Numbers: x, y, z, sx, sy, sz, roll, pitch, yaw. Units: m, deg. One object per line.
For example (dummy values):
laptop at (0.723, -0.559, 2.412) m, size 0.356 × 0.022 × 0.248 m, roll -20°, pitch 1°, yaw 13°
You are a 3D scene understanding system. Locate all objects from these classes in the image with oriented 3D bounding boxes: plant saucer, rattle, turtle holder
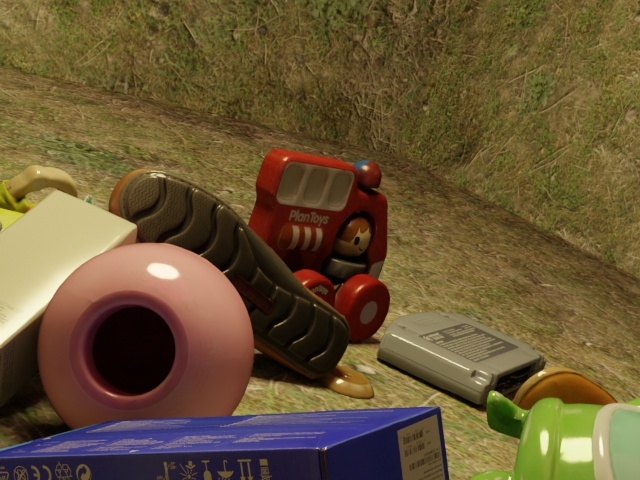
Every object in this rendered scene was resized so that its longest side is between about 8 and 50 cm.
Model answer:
plant saucer at (0.034, 0.183, 1.754) m, size 0.083 × 0.015 × 0.083 m, roll 18°, pitch 12°, yaw -4°
rattle at (-0.370, -0.017, 1.903) m, size 0.143 × 0.130 × 0.199 m, roll 38°, pitch -7°, yaw 29°
turtle holder at (0.246, 0.253, 1.108) m, size 0.227 × 0.243 × 0.320 m, roll 3°, pitch -3°, yaw 13°

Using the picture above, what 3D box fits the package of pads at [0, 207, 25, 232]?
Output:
package of pads at (-0.352, 0.040, 1.585) m, size 0.296 × 0.101 × 0.229 m, roll 15°, pitch 13°, yaw -21°

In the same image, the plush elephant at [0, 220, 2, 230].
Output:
plush elephant at (-0.474, -0.052, 1.327) m, size 0.272 × 0.330 × 0.255 m, roll -7°, pitch -1°, yaw 21°

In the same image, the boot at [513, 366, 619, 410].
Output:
boot at (0.307, 0.267, 1.297) m, size 0.295 × 0.104 × 0.211 m, roll 51°, pitch 5°, yaw -36°

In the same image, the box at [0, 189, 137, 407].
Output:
box at (-0.305, 0.060, 1.354) m, size 0.113 × 0.094 × 0.275 m, roll 24°, pitch 35°, yaw 14°

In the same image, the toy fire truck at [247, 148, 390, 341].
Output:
toy fire truck at (0.000, 0.000, 1.944) m, size 0.169 × 0.254 × 0.302 m, roll 29°, pitch 16°, yaw 39°

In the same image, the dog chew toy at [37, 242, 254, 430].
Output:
dog chew toy at (-0.162, 0.112, 1.358) m, size 0.207 × 0.206 × 0.332 m, roll 20°, pitch -3°, yaw 5°

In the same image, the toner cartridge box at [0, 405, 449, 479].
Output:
toner cartridge box at (-0.092, 0.182, 1.022) m, size 0.348 × 0.075 × 0.165 m, roll -8°, pitch -2°, yaw 34°

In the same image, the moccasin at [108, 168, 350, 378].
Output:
moccasin at (-0.122, 0.038, 1.679) m, size 0.380 × 0.139 × 0.147 m, roll 34°, pitch -13°, yaw -35°

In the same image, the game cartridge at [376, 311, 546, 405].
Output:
game cartridge at (0.207, 0.169, 2.004) m, size 0.196 × 0.060 × 0.294 m, roll 28°, pitch 14°, yaw 23°
